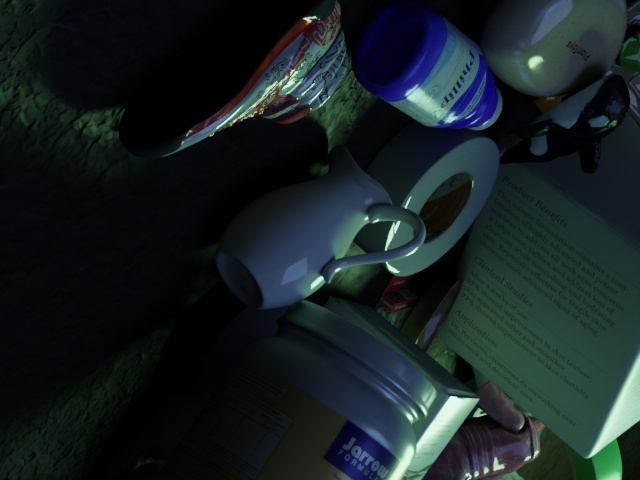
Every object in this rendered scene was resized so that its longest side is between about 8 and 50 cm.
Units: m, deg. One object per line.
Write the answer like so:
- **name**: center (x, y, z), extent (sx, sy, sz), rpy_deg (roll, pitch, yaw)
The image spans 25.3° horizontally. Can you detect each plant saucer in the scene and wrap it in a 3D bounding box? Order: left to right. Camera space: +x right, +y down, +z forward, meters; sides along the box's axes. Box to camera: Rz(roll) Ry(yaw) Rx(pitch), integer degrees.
- **plant saucer**: center (0.148, 0.133, 2.123), extent (0.198, 0.036, 0.198), rpy_deg (-55, 169, -17)

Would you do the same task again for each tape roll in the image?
- **tape roll**: center (-0.062, 0.161, 1.840), extent (0.189, 0.080, 0.189), rpy_deg (-37, 149, -26)
- **tape roll**: center (0.137, -0.062, 1.872), extent (0.219, 0.072, 0.219), rpy_deg (-36, 150, -25)
- **tape roll**: center (0.367, 0.363, 2.468), extent (0.077, 0.321, 0.321), rpy_deg (-25, 144, -39)

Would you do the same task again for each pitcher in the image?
- **pitcher**: center (0.000, 0.000, 1.627), extent (0.207, 0.178, 0.125), rpy_deg (-37, 142, -26)

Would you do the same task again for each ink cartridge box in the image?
- **ink cartridge box**: center (0.033, 0.266, 1.955), extent (0.307, 0.223, 0.129), rpy_deg (-55, 153, 9)
- **ink cartridge box**: center (0.109, 0.096, 2.069), extent (0.063, 0.029, 0.115), rpy_deg (-10, 133, -52)

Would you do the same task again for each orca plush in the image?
- **orca plush**: center (0.317, -0.122, 1.887), extent (0.287, 0.102, 0.151), rpy_deg (-31, 179, 42)

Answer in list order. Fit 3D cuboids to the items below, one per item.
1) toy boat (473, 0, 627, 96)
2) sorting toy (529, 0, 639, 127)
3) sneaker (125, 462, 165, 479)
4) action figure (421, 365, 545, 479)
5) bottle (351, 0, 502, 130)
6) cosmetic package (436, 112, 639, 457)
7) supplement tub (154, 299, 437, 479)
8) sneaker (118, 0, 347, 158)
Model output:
- **toy boat**: center (0.326, -0.327, 1.779), extent (0.318, 0.148, 0.267), rpy_deg (-47, 150, 10)
- **sorting toy**: center (0.461, -0.243, 2.007), extent (0.307, 0.041, 0.229), rpy_deg (-37, 130, 13)
- **sneaker**: center (-0.167, 0.419, 1.959), extent (0.158, 0.182, 0.410), rpy_deg (-22, 129, 6)
- **action figure**: center (0.232, 0.328, 2.251), extent (0.370, 0.276, 0.248), rpy_deg (-17, 124, -14)
- **bottle**: center (0.139, -0.194, 1.687), extent (0.118, 0.092, 0.283), rpy_deg (-57, 152, 6)
- **cosmetic package**: center (0.435, 0.043, 2.167), extent (0.327, 0.329, 0.394), rpy_deg (-26, 145, -38)
- **supplement tub**: center (-0.038, 0.260, 1.637), extent (0.331, 0.241, 0.241), rpy_deg (-56, 154, -12)
- **sneaker**: center (-0.075, -0.145, 1.431), extent (0.270, 0.090, 0.145), rpy_deg (-45, 150, -16)
